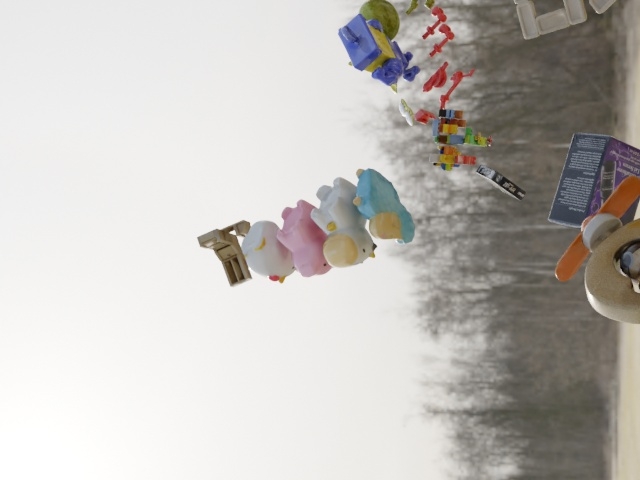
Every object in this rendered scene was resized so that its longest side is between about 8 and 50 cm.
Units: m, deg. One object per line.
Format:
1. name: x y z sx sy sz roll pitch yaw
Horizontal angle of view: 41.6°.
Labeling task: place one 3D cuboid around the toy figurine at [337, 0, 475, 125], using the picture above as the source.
1. toy figurine: 0.125 -0.425 1.716 0.217 0.191 0.362 12 -132 -42

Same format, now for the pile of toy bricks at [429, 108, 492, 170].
1. pile of toy bricks: 0.271 -0.188 1.592 0.212 0.105 0.118 -21 -64 -77

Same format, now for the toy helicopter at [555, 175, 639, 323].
1. toy helicopter: 0.489 -0.022 1.207 0.355 0.235 0.140 -50 -49 -27

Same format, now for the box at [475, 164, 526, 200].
1. box: 0.307 -0.099 1.433 0.018 0.067 0.083 -56 13 7

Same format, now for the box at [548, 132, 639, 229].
1. box: 0.612 -0.115 1.840 0.153 0.108 0.207 14 -88 -32

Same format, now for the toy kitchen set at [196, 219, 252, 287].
1. toy kitchen set: -0.123 0.018 1.220 0.075 0.068 0.083 69 -168 12

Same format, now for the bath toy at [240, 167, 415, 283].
1. bath toy: 0.000 0.000 1.482 0.129 0.348 0.151 33 -126 -31

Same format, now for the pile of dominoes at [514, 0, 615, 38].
1. pile of dominoes: 0.364 -0.450 1.272 0.040 0.196 0.251 -26 -76 -35
